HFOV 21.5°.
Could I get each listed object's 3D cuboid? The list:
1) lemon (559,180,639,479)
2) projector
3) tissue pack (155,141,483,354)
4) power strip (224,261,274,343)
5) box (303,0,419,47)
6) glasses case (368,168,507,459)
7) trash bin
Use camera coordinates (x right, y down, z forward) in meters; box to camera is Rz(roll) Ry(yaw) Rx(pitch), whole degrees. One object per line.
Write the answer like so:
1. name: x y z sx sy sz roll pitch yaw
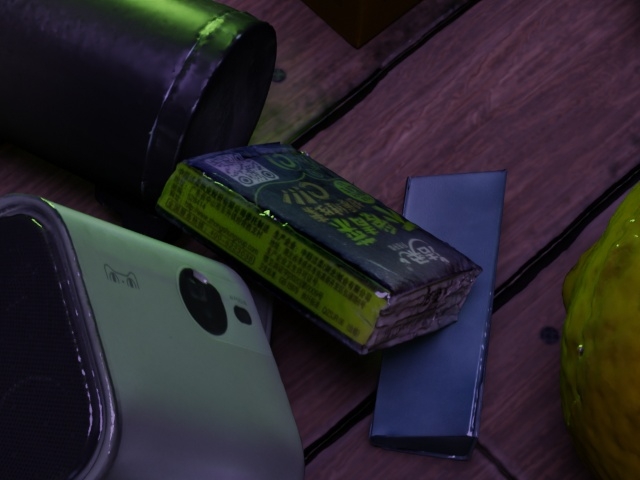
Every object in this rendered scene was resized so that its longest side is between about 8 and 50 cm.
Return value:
1. lemon: 0.373 0.096 1.344 0.387 0.350 0.350 23 64 19
2. projector: -0.195 0.134 1.310 0.248 0.249 0.248 -31 62 22
3. tissue pack: 0.000 0.000 1.452 0.235 0.073 0.173 34 24 23
4. power strip: -0.070 0.126 1.463 0.052 0.078 0.272 4 63 -1
5. box: 0.154 -0.400 1.645 0.415 0.264 0.116 -40 70 -18
6. glasses case: 0.114 0.065 1.525 0.105 0.056 0.266 -4 60 24
7. trash bin: -0.218 -0.163 1.544 0.301 0.203 0.252 25 107 11
